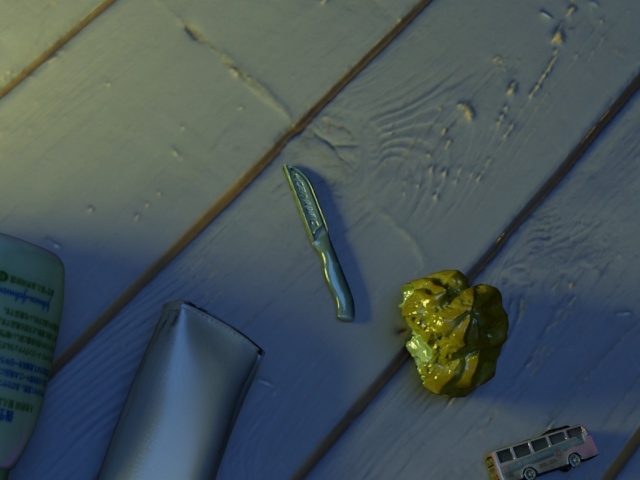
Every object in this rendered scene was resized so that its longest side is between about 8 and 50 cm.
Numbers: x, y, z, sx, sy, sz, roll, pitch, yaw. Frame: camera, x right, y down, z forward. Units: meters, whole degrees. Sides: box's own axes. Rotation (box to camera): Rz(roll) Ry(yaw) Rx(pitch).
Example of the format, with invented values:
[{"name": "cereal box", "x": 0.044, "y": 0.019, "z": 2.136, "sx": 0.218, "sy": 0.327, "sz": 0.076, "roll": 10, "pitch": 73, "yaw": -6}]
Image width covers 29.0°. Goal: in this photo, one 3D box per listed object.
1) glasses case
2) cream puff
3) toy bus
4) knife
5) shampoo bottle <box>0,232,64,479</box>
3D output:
[{"name": "glasses case", "x": -0.162, "y": 0.225, "z": 1.335, "sx": 0.128, "sy": 0.083, "sz": 0.308, "roll": 23, "pitch": 67, "yaw": -12}, {"name": "cream puff", "x": 0.157, "y": 0.104, "z": 1.427, "sx": 0.121, "sy": 0.156, "sz": 0.156, "roll": -10, "pitch": 73, "yaw": 2}, {"name": "toy bus", "x": 0.259, "y": 0.253, "z": 1.454, "sx": 0.130, "sy": 0.037, "sz": 0.052, "roll": -14, "pitch": 71, "yaw": -17}, {"name": "knife", "x": 0.001, "y": 0.000, "z": 1.488, "sx": 0.028, "sy": 0.015, "sz": 0.210, "roll": -17, "pitch": 76, "yaw": -13}, {"name": "shampoo bottle", "x": -0.373, "y": 0.167, "z": 1.248, "sx": 0.151, "sy": 0.222, "sz": 0.350, "roll": 3, "pitch": 77, "yaw": 26}]
